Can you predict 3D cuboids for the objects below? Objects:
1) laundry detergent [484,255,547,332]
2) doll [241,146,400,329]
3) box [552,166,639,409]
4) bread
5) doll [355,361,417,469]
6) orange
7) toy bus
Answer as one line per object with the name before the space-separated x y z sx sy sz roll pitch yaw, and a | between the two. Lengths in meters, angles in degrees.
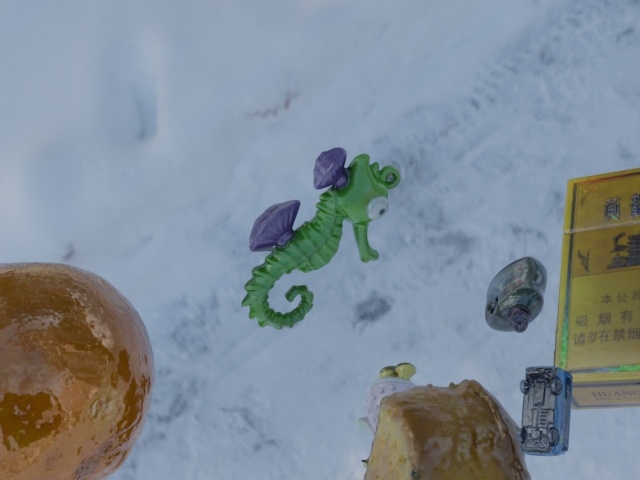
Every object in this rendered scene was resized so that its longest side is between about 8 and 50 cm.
laundry detergent | 0.376 0.122 1.837 0.144 0.078 0.222 -39 12 26
doll | 0.000 0.000 0.859 0.190 0.115 0.050 -45 27 0
box | 0.392 0.049 1.140 0.193 0.084 0.301 -8 51 31
bread | 0.149 0.344 1.138 0.194 0.179 0.340 11 94 -15
doll | 0.104 0.269 1.356 0.129 0.081 0.207 -20 47 32
orange | -0.291 0.135 0.924 0.261 0.261 0.261 -5 62 10
toy bus | 0.215 0.163 0.902 0.038 0.046 0.083 -7 68 40
